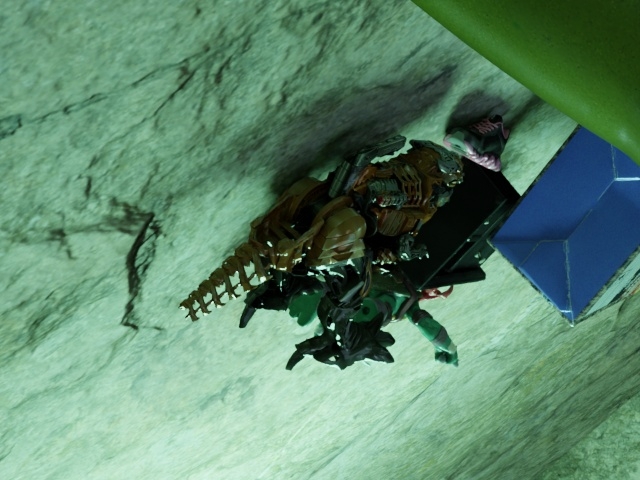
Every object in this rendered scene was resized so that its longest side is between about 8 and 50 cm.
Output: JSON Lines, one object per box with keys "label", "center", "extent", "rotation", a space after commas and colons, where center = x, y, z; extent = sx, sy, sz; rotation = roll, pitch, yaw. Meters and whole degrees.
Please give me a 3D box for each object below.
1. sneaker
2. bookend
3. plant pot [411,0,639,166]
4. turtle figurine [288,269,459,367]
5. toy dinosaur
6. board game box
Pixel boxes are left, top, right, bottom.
{"label": "sneaker", "center": [0.170, -0.111, 1.510], "extent": [0.057, 0.047, 0.119], "rotation": [-60, 157, 7]}
{"label": "bookend", "center": [0.180, -0.023, 1.656], "extent": [0.156, 0.072, 0.157], "rotation": [-48, 157, 27]}
{"label": "plant pot", "center": [0.196, -0.225, 0.867], "extent": [0.366, 0.353, 0.366], "rotation": [-31, 158, -14]}
{"label": "turtle figurine", "center": [0.068, 0.088, 1.667], "extent": [0.175, 0.118, 0.234], "rotation": [-1, 174, 28]}
{"label": "toy dinosaur", "center": [0.000, 0.000, 1.390], "extent": [0.322, 0.164, 0.218], "rotation": [-8, 134, -19]}
{"label": "board game box", "center": [0.367, -0.056, 1.633], "extent": [0.291, 0.141, 0.232], "rotation": [-17, 148, -55]}
